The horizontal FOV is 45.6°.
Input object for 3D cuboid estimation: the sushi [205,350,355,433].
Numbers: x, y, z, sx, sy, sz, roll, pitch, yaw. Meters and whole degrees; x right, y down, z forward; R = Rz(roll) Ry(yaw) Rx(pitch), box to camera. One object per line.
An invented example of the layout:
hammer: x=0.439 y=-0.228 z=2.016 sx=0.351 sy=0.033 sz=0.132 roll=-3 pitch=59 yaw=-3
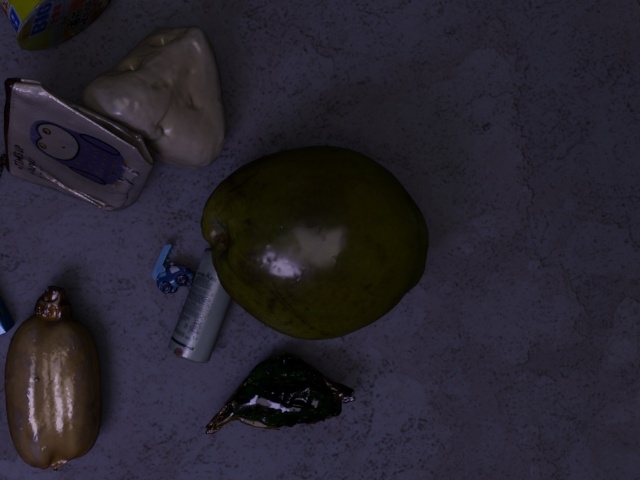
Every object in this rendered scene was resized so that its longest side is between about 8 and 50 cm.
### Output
sushi: x=-0.083 y=0.293 z=1.482 sx=0.287 sy=0.140 sz=0.149 roll=-3 pitch=103 yaw=-9

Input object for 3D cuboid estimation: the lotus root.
lotus root: x=-0.498 y=0.253 z=1.419 sx=0.169 sy=0.151 sz=0.342 roll=-3 pitch=92 yaw=-23

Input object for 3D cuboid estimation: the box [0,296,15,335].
box: x=-0.695 y=0.144 z=1.414 sx=0.194 sy=0.073 sz=0.139 roll=-25 pitch=99 yaw=-5

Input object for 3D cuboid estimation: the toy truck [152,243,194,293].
toy truck: x=-0.290 y=0.054 z=1.476 sx=0.073 sy=0.056 sz=0.090 roll=-23 pitch=85 yaw=3

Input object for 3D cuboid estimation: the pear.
pear: x=0.000 y=0.000 z=1.369 sx=0.414 sy=0.352 sz=0.351 roll=0 pitch=96 yaw=-22

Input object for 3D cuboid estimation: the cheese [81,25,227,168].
cheese: x=-0.289 y=-0.224 z=1.361 sx=0.251 sy=0.174 sz=0.247 roll=-47 pitch=132 yaw=-42

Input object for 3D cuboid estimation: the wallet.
wallet: x=-0.438 y=-0.144 z=1.326 sx=0.275 sy=0.335 sz=0.068 roll=20 pitch=61 yaw=-16

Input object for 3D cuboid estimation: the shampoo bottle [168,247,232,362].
shampoo bottle: x=-0.211 y=0.102 z=1.474 sx=0.085 sy=0.085 sz=0.262 roll=20 pitch=92 yaw=-10

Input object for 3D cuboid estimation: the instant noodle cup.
instant noodle cup: x=-0.485 y=-0.452 z=1.334 sx=0.205 sy=0.205 sz=0.153 roll=-38 pitch=89 yaw=-3
